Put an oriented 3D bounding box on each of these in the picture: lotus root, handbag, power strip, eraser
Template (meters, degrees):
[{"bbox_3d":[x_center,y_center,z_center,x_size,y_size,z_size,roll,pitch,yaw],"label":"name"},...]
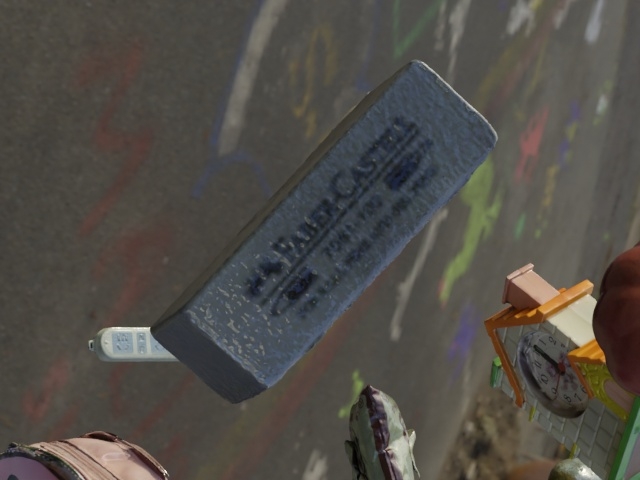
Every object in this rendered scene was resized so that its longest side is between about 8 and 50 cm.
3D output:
[{"bbox_3d":[0.438,0.397,1.995,0.165,0.088,0.088,0,110,-36],"label":"lotus root"},{"bbox_3d":[-0.233,0.285,1.214,0.116,0.205,0.179,-17,132,-54],"label":"handbag"},{"bbox_3d":[-0.231,0.144,1.689,0.191,0.030,0.048,3,75,-34],"label":"power strip"},{"bbox_3d":[0.108,0.367,2.127,0.213,0.127,0.235,125,-50,-79],"label":"handbag"},{"bbox_3d":[0.000,0.000,1.085,0.352,0.111,0.077,-47,-169,6],"label":"eraser"}]

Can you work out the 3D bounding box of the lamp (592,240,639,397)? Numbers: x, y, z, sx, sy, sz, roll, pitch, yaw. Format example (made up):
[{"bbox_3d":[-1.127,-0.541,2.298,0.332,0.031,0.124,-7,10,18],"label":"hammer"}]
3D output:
[{"bbox_3d":[0.341,0.072,1.109,0.140,0.182,0.182,91,23,-71],"label":"lamp"}]

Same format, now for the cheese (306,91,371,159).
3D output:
[{"bbox_3d":[0.031,-0.037,1.762,0.332,0.153,0.292,-54,174,-34],"label":"cheese"}]

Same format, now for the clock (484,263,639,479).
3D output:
[{"bbox_3d":[0.312,0.164,1.491,0.106,0.255,0.220,-26,139,-29],"label":"clock"}]
